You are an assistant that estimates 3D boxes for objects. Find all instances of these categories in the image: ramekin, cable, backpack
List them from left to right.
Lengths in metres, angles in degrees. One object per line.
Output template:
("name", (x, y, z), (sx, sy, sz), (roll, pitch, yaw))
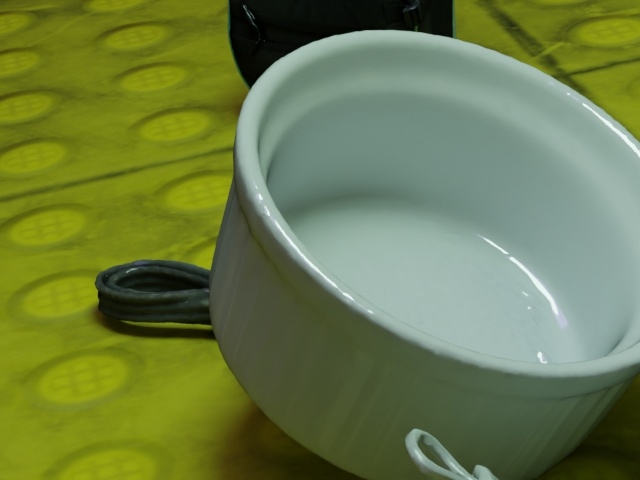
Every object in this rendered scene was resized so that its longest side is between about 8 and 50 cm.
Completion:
("cable", (-0.038, 0.035, 1.242), (0.139, 0.072, 0.287), (-30, 34, -30))
("backpack", (0.021, -0.183, 1.561), (0.188, 0.166, 0.144), (7, 29, 23))
("ramekin", (0.068, 0.016, 1.075), (0.277, 0.135, 0.277), (13, 42, -12))

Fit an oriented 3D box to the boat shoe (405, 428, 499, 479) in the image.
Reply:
("boat shoe", (0.070, 0.163, 0.859), (0.367, 0.156, 0.136), (-15, 27, -11))
